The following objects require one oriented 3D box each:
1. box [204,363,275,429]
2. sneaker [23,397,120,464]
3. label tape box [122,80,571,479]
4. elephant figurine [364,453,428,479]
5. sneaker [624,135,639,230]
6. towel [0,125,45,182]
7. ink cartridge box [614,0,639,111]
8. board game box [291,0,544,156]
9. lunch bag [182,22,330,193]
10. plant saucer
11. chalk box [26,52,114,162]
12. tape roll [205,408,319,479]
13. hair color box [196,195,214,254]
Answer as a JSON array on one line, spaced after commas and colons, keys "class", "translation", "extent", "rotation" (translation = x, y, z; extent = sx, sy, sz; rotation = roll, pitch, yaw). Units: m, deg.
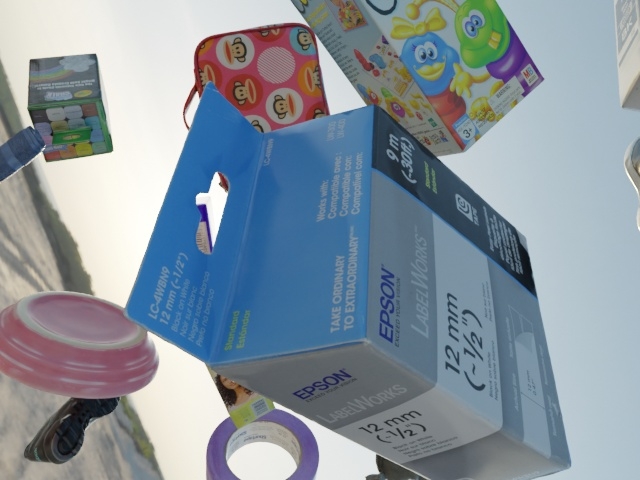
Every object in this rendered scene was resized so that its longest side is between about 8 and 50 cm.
[{"class": "box", "translation": [-0.175, 0.255, 1.229], "extent": [0.232, 0.087, 0.058], "rotation": [45, -22, 49]}, {"class": "sneaker", "translation": [-0.539, 0.378, 1.365], "extent": [0.101, 0.106, 0.267], "rotation": [63, 23, -15]}, {"class": "label tape box", "translation": [0.047, 0.024, 0.512], "extent": [0.115, 0.348, 0.249], "rotation": [-31, -144, 34]}, {"class": "elephant figurine", "translation": [0.205, 0.434, 1.477], "extent": [0.169, 0.186, 0.239], "rotation": [2, -76, 20]}, {"class": "sneaker", "translation": [0.547, -0.114, 0.934], "extent": [0.104, 0.295, 0.147], "rotation": [29, -50, -1]}, {"class": "towel", "translation": [-0.500, -0.131, 1.007], "extent": [0.067, 0.119, 0.029], "rotation": [47, -8, 38]}, {"class": "ink cartridge box", "translation": [0.412, -0.256, 0.679], "extent": [0.065, 0.165, 0.332], "rotation": [93, 10, -53]}, {"class": "board game box", "translation": [0.101, -0.246, 0.723], "extent": [0.275, 0.142, 0.144], "rotation": [52, -13, -15]}, {"class": "lunch bag", "translation": [-0.114, -0.225, 1.118], "extent": [0.120, 0.258, 0.293], "rotation": [-132, -148, -81]}, {"class": "plant saucer", "translation": [-0.475, 0.188, 1.229], "extent": [0.332, 0.332, 0.084], "rotation": [36, -70, 54]}, {"class": "chalk box", "translation": [-0.476, -0.241, 1.197], "extent": [0.132, 0.132, 0.213], "rotation": [96, -20, -48]}, {"class": "tape roll", "translation": [-0.143, 0.545, 1.536], "extent": [0.275, 0.275, 0.090], "rotation": [47, -40, 42]}, {"class": "hair color box", "translation": [-0.314, -0.007, 1.554], "extent": [0.339, 0.110, 0.185], "rotation": [-135, -142, -81]}]
